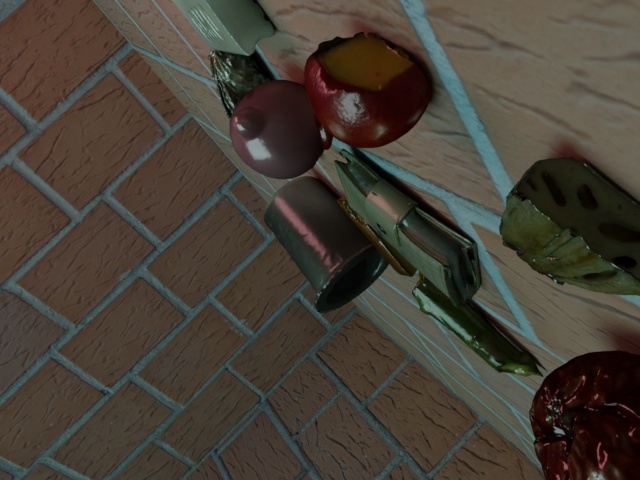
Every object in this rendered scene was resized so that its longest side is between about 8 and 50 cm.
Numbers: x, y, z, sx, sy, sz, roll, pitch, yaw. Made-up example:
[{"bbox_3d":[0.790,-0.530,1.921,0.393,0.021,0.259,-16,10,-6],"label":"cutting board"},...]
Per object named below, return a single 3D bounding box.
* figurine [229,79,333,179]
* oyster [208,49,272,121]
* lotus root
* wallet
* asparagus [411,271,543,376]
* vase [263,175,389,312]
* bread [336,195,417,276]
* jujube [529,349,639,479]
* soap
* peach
[{"bbox_3d":[-0.070,-0.187,1.050,0.173,0.173,0.173,45,174,6],"label":"figurine"},{"bbox_3d":[-0.148,-0.300,1.225,0.267,0.112,0.199,-8,-105,-88],"label":"oyster"},{"bbox_3d":[0.236,-0.012,0.585,0.143,0.070,0.144,39,169,5],"label":"lotus root"},{"bbox_3d":[0.149,-0.025,1.120,0.309,0.077,0.223,44,177,30],"label":"wallet"},{"bbox_3d":[0.308,0.174,1.284,0.343,0.085,0.082,46,151,17],"label":"asparagus"},{"bbox_3d":[0.000,0.000,1.554,0.291,0.245,0.245,48,175,23],"label":"vase"},{"bbox_3d":[0.131,-0.016,1.378,0.226,0.049,0.088,48,174,-13],"label":"bread"},{"bbox_3d":[0.366,0.243,0.740,0.213,0.213,0.232,48,-170,-18],"label":"jujube"},{"bbox_3d":[-0.159,-0.362,0.988,0.119,0.066,0.198,52,172,-30],"label":"soap"},{"bbox_3d":[0.055,-0.159,0.702,0.151,0.151,0.119,57,-148,-62],"label":"peach"}]
